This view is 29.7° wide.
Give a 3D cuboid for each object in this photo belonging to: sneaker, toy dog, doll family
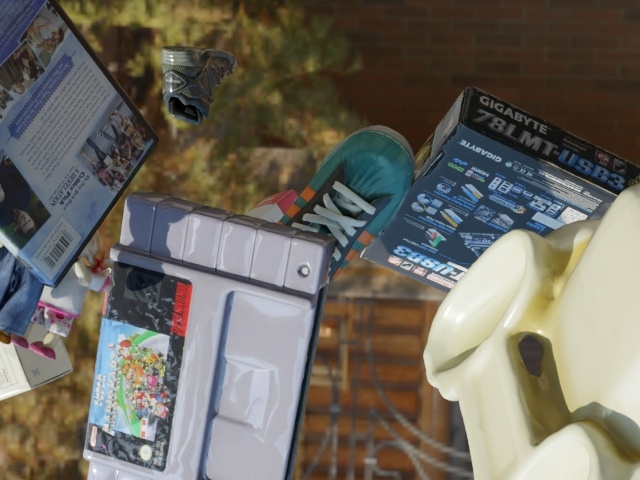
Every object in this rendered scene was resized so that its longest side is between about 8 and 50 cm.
[{"bbox_3d":[-0.213,-0.273,2.100,0.087,0.130,0.227,9,-168,15],"label":"sneaker"},{"bbox_3d":[0.000,0.000,1.373,0.108,0.302,0.121,36,-143,-5],"label":"sneaker"},{"bbox_3d":[0.333,0.108,0.881,0.407,0.395,0.285,16,-149,-21],"label":"toy dog"},{"bbox_3d":[-0.303,0.002,1.122,0.262,0.163,0.118,26,174,-22],"label":"doll family"}]

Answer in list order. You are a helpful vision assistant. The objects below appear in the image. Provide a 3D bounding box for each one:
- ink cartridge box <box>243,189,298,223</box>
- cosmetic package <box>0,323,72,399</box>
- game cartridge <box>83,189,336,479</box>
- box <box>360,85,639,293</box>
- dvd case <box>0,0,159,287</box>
[{"bbox_3d":[-0.098,0.046,1.877,0.218,0.159,0.092,-39,-165,-34],"label":"ink cartridge box"},{"bbox_3d":[-0.532,0.172,1.744,0.309,0.160,0.113,-19,180,22],"label":"cosmetic package"},{"bbox_3d":[-0.126,0.142,1.264,0.230,0.355,0.068,13,-165,10],"label":"game cartridge"},{"bbox_3d":[0.239,-0.021,1.485,0.295,0.073,0.293,23,143,-8],"label":"box"},{"bbox_3d":[-0.250,-0.101,1.030,0.022,0.180,0.253,13,151,36],"label":"dvd case"}]
